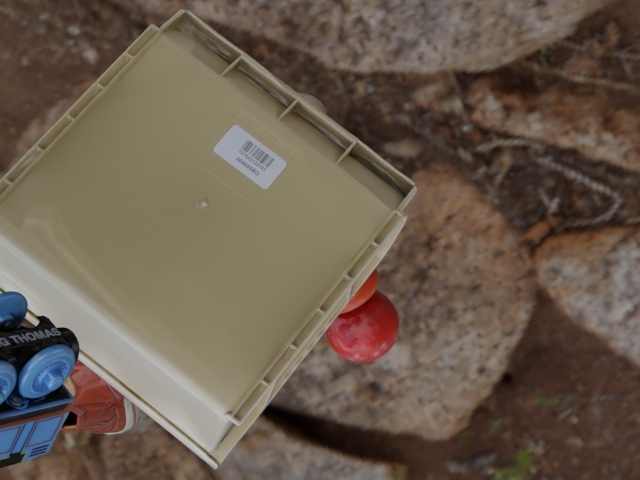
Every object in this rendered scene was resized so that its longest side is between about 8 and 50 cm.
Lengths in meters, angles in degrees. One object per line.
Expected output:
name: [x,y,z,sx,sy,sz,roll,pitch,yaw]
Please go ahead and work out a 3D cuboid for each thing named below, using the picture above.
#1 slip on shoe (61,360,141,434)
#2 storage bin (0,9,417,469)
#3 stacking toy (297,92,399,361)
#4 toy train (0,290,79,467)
slip on shoe: [-0.244,0.144,1.455,0.123,0.101,0.331,60,165,7]
storage bin: [-0.101,-0.009,1.152,0.262,0.260,0.123,38,156,5]
stacking toy: [0.000,0.000,1.641,0.141,0.141,0.330,14,138,51]
toy train: [-0.230,0.096,0.876,0.080,0.184,0.105,43,120,27]
